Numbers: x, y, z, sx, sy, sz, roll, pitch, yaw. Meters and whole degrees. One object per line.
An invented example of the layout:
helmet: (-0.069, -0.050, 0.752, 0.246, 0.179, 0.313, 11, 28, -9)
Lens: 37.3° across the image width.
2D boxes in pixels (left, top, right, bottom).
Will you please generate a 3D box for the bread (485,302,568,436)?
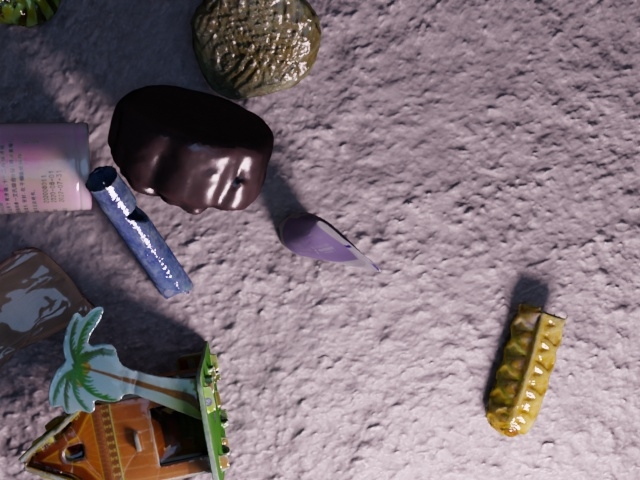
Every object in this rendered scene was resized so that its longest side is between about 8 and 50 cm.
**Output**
bread: (0.402, 0.258, 1.875, 0.098, 0.087, 0.269, 17, 91, -18)

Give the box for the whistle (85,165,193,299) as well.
whistle: (-0.306, -0.004, 1.630, 0.062, 0.062, 0.304, -35, 135, -9)

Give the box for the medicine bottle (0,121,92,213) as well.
medicine bottle: (-0.515, -0.120, 1.585, 0.254, 0.152, 0.152, -2, 95, -13)

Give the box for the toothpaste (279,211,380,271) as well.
toothpaste: (0.000, 0.000, 1.609, 0.125, 0.371, 0.080, 40, 85, -13)

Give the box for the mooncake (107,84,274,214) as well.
mooncake: (-0.219, -0.154, 1.600, 0.283, 0.283, 0.141, 15, 115, -15)

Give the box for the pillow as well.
pillow: (-0.547, 0.136, 1.641, 0.270, 0.067, 0.173, -37, 96, -9)

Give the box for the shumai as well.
shumai: (-0.100, -0.385, 1.674, 0.225, 0.222, 0.260, 14, 124, 4)

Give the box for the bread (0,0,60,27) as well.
bread: (-0.512, -0.423, 1.606, 0.139, 0.071, 0.130, 26, 83, -15)

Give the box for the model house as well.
model house: (-0.336, 0.259, 1.606, 0.324, 0.300, 0.340, -11, 96, -4)
